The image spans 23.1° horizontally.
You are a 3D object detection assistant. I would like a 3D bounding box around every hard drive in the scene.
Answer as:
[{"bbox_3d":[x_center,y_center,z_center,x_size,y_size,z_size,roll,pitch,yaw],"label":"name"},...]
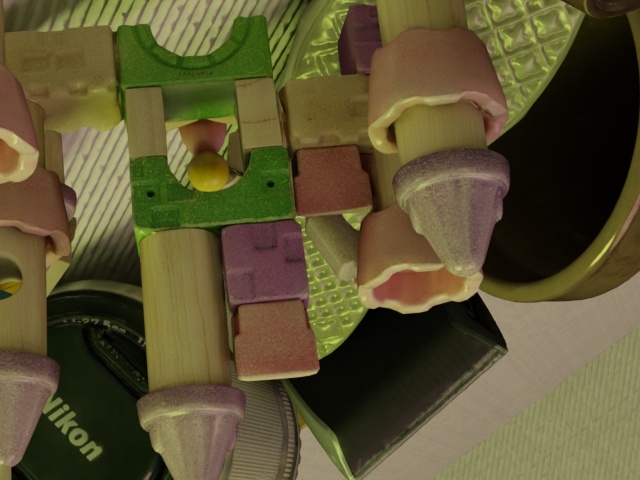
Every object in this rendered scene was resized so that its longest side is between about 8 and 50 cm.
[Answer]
[{"bbox_3d":[0.033,0.063,1.241,0.172,0.254,0.054,-42,121,5],"label":"hard drive"}]

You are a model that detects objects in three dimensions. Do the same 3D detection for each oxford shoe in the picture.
[{"bbox_3d":[0.043,-0.099,1.104,0.130,0.169,0.449,-82,-161,-52],"label":"oxford shoe"}]

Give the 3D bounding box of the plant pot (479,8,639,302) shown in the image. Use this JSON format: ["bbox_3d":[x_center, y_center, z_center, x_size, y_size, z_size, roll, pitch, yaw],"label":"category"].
[{"bbox_3d":[0.232,-0.082,1.145,0.229,0.263,0.263,4,142,-32],"label":"plant pot"}]

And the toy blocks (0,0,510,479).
[{"bbox_3d":[-0.054,0.013,0.817,0.289,0.260,0.309,-5,159,-6],"label":"toy blocks"}]

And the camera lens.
[{"bbox_3d":[-0.144,0.155,1.234,0.219,0.219,0.274,-37,163,5],"label":"camera lens"}]

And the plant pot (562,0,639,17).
[{"bbox_3d":[0.090,-0.217,0.681,0.215,0.230,0.215,-32,162,-12],"label":"plant pot"}]

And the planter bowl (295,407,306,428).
[{"bbox_3d":[-0.028,0.119,1.576,0.217,0.090,0.217,-33,163,-12],"label":"planter bowl"}]

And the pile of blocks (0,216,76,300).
[{"bbox_3d":[-0.284,0.071,0.871,0.362,0.149,0.112,-17,154,-48],"label":"pile of blocks"}]
